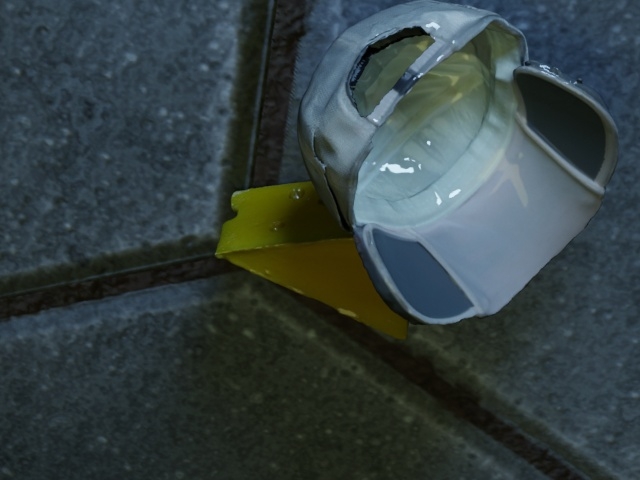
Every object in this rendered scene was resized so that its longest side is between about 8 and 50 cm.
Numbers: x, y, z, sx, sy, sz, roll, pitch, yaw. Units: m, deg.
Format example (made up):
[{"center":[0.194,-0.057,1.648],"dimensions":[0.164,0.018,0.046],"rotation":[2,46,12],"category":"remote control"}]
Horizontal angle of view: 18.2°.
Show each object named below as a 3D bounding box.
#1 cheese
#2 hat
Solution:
[{"center":[0.000,0.000,1.720],"dimensions":[0.171,0.093,0.126],"rotation":[8,135,5],"category":"cheese"},{"center":[0.105,-0.067,1.592],"dimensions":[0.232,0.161,0.275],"rotation":[-44,115,5],"category":"hat"}]
